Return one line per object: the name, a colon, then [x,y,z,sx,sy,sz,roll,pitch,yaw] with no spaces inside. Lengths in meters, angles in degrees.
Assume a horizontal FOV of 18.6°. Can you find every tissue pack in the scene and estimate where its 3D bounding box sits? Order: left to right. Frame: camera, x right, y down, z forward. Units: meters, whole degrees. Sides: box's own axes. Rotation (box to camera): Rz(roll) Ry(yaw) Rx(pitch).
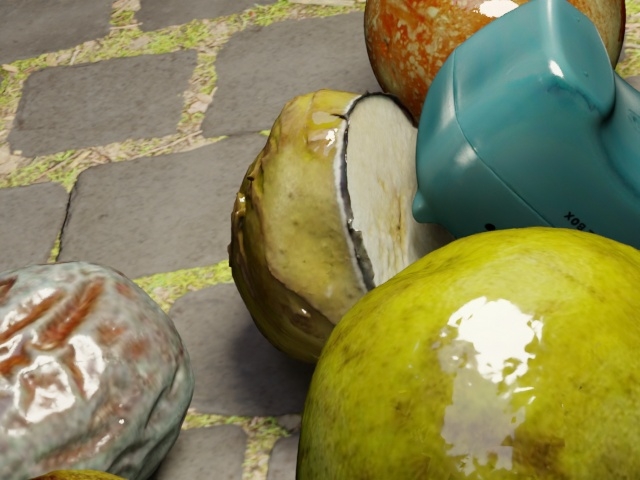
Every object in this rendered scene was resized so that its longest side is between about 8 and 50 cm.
tissue pack: [0.217,-0.056,1.723,0.206,0.287,0.198,-37,29,27]

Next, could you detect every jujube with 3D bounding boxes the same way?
jujube: [-0.258,0.142,1.705,0.247,0.215,0.308,6,37,34]

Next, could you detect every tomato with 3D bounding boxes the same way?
tomato: [0.178,-0.207,2.004,0.270,0.222,0.270,6,35,-4]

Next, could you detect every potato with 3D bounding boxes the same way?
potato: [0.000,0.000,1.744,0.196,0.300,0.246,-9,67,21]

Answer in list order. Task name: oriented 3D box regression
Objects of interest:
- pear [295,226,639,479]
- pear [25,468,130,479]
pear: [0.145,0.172,1.395,0.352,0.352,0.413,1,38,24]
pear: [-0.195,0.280,1.517,0.197,0.197,0.197,-11,35,8]
